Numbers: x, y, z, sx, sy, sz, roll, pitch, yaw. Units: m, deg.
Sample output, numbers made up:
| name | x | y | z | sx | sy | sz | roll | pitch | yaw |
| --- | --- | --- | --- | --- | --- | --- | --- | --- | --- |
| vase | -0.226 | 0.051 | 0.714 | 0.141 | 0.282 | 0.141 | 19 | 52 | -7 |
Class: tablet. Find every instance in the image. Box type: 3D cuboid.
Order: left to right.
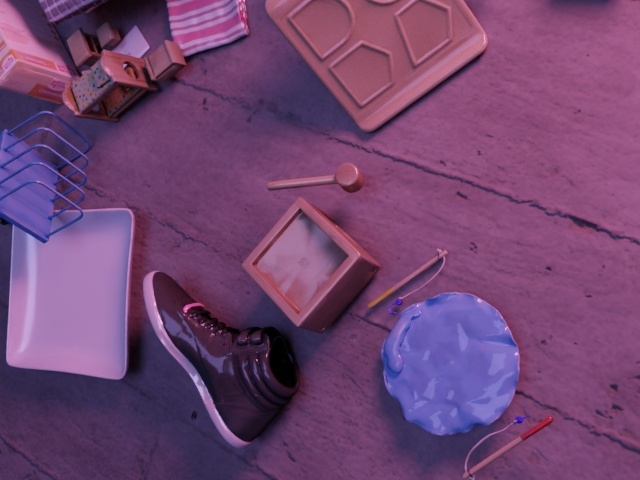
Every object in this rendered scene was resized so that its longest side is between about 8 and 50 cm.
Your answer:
| name | x | y | z | sx | sy | sz | roll | pitch | yaw |
| --- | --- | --- | --- | --- | --- | --- | --- | --- | --- |
| tablet | -0.329 | -0.319 | 1.209 | 0.083 | 0.006 | 0.054 | -39 | 71 | 20 |

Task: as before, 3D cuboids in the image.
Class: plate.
| name | x | y | z | sx | sy | sz | roll | pitch | yaw |
| --- | --- | --- | --- | --- | --- | --- | --- | --- | --- |
| plate | -0.419 | 0.085 | 1.212 | 0.278 | 0.045 | 0.277 | 0 | 86 | 27 |

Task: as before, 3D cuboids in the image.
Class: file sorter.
| name | x | y | z | sx | sy | sz | roll | pitch | yaw |
| --- | --- | --- | --- | --- | --- | --- | --- | --- | --- |
| file sorter | -0.453 | -0.108 | 1.165 | 0.104 | 0.118 | 0.170 | -25 | 50 | 20 |

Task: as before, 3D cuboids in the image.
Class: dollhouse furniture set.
| name | x | y | z | sx | sy | sz | roll | pitch | yaw |
| --- | --- | --- | --- | --- | --- | --- | --- | --- | --- |
| dollhouse furniture set | -0.337 | -0.309 | 1.144 | 0.182 | 0.101 | 0.161 | -30 | 77 | 30 |

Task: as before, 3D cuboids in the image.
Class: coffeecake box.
| name | x | y | z | sx | sy | sz | roll | pitch | yaw |
| --- | --- | --- | --- | --- | --- | --- | --- | --- | --- |
| coffeecake box | -0.518 | -0.338 | 1.229 | 0.068 | 0.142 | 0.185 | -39 | 71 | 21 |

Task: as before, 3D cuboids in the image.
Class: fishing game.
| name | x | y | z | sx | sy | sz | roll | pitch | yaw |
| --- | --- | --- | --- | --- | --- | --- | --- | --- | --- |
| fishing game | 0.167 | 0.160 | 0.916 | 0.189 | 0.041 | 0.264 | -42 | 62 | 18 |

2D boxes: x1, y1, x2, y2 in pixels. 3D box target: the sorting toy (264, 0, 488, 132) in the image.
| name | x | y | z | sx | sy | sz | roll | pitch | yaw |
| --- | --- | --- | --- | --- | --- | --- | --- | --- | --- |
| sorting toy | 0.110 | -0.314 | 0.924 | 0.307 | 0.041 | 0.229 | -34 | 108 | 21 |

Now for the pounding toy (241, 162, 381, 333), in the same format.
| name | x | y | z | sx | sy | sz | roll | pitch | yaw |
| --- | --- | --- | --- | --- | --- | --- | --- | --- | --- |
| pounding toy | -0.002 | -0.010 | 0.986 | 0.206 | 0.094 | 0.181 | -49 | 63 | 6 |

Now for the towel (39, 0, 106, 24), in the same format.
| name | x | y | z | sx | sy | sz | roll | pitch | yaw |
| --- | --- | --- | --- | --- | --- | --- | --- | --- | --- |
| towel | -0.372 | -0.486 | 1.092 | 0.284 | 0.121 | 0.235 | -14 | 122 | 33 |

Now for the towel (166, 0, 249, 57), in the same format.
| name | x | y | z | sx | sy | sz | roll | pitch | yaw |
| --- | --- | --- | --- | --- | --- | --- | --- | --- | --- |
| towel | -0.190 | -0.398 | 1.131 | 0.144 | 0.029 | 0.197 | -12 | 82 | 27 |

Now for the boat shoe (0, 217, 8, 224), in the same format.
| name | x | y | z | sx | sy | sz | roll | pitch | yaw |
| --- | --- | --- | --- | --- | --- | --- | --- | --- | --- |
| boat shoe | -0.563 | -0.085 | 1.292 | 0.038 | 0.046 | 0.125 | 40 | 108 | 23 |

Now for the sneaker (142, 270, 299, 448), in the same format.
| name | x | y | z | sx | sy | sz | roll | pitch | yaw |
| --- | --- | --- | --- | --- | --- | --- | --- | --- | --- |
| sneaker | -0.137 | 0.139 | 1.039 | 0.147 | 0.104 | 0.296 | -39 | 77 | 18 |
